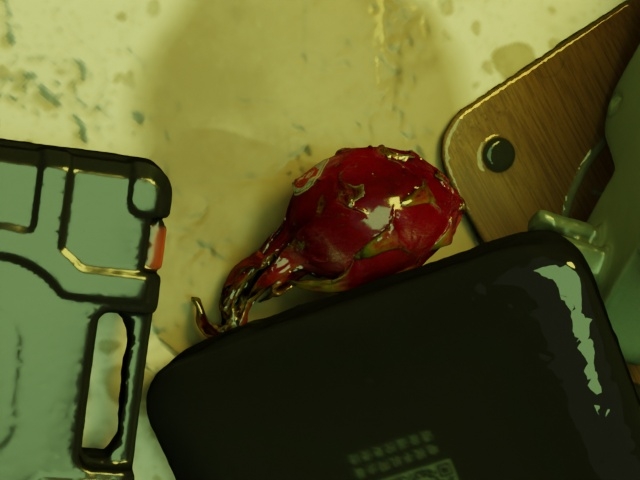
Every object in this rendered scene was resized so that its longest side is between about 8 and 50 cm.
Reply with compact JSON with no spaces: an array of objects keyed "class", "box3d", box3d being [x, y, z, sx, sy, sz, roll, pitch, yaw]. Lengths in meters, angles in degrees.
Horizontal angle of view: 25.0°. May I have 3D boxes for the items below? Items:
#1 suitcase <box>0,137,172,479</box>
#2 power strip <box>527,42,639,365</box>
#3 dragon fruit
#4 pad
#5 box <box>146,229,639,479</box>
[{"class":"suitcase","box3d":[-0.206,0.080,0.871,0.206,0.066,0.285,7,93,-18]},{"class":"power strip","box3d":[0.223,-0.044,0.904,0.141,0.229,0.261,16,124,-13]},{"class":"dragon fruit","box3d":[0.000,0.000,0.920,0.191,0.094,0.094,-27,102,-1]},{"class":"pad","box3d":[0.254,-0.027,1.030,0.284,0.018,0.286,-33,102,-11]},{"class":"box","box3d":[0.068,0.159,0.907,0.290,0.073,0.288,-20,102,15]}]
